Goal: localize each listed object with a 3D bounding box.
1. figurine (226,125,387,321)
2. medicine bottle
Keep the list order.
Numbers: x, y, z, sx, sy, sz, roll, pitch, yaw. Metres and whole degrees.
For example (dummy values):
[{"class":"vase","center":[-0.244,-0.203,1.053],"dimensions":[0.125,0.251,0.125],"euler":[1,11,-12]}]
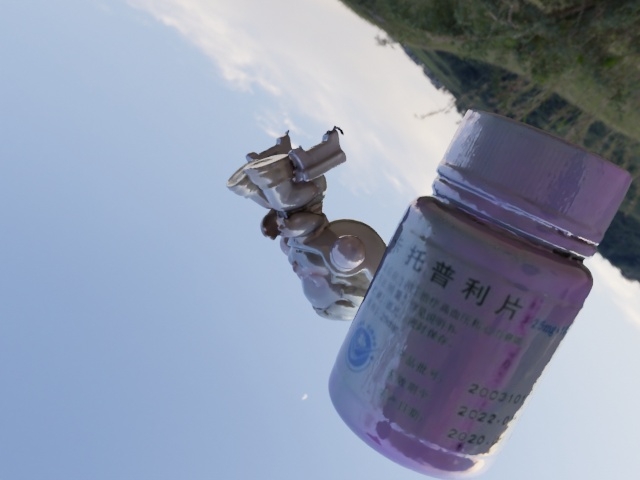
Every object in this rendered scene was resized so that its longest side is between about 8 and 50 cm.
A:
[{"class":"figurine","center":[0.003,-0.005,0.731],"dimensions":[0.144,0.182,0.256],"euler":[-47,-62,-43]},{"class":"medicine bottle","center":[0.117,0.040,0.459],"dimensions":[0.152,0.254,0.152],"euler":[21,-168,-5]}]
